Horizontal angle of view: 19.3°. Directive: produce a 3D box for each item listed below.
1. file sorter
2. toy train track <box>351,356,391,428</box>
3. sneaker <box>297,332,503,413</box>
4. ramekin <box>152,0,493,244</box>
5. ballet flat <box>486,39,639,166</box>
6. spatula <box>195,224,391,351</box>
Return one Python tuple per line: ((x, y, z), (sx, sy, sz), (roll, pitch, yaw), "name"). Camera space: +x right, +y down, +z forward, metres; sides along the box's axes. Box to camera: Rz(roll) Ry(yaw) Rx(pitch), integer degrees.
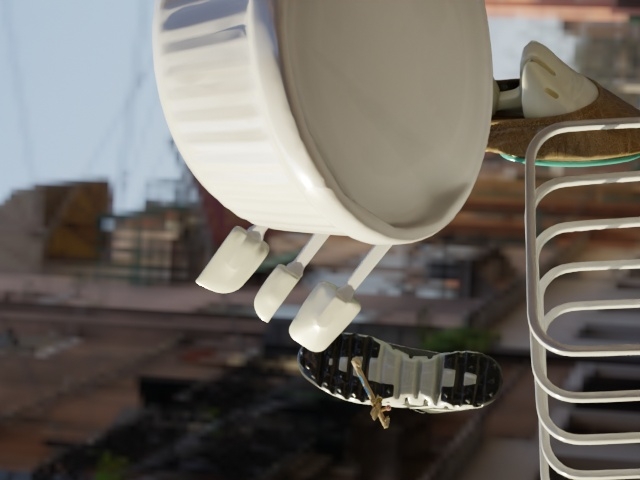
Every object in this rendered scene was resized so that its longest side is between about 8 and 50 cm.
((0.235, 0.058, 1.327), (0.277, 0.173, 0.193), (75, -165, -58), "file sorter")
((0.057, 0.160, 1.990), (0.083, 0.014, 0.048), (63, -162, -13), "toy train track")
((0.091, 0.157, 2.123), (0.106, 0.234, 0.078), (61, -143, -73), "sneaker")
((-0.001, -0.127, 1.276), (0.273, 0.127, 0.273), (13, -106, -55), "ramekin")
((0.177, -0.147, 1.948), (0.116, 0.342, 0.124), (-70, -22, -55), "ballet flat")
((0.000, 0.000, 2.003), (0.242, 0.168, 0.019), (-52, 11, 24), "spatula")
